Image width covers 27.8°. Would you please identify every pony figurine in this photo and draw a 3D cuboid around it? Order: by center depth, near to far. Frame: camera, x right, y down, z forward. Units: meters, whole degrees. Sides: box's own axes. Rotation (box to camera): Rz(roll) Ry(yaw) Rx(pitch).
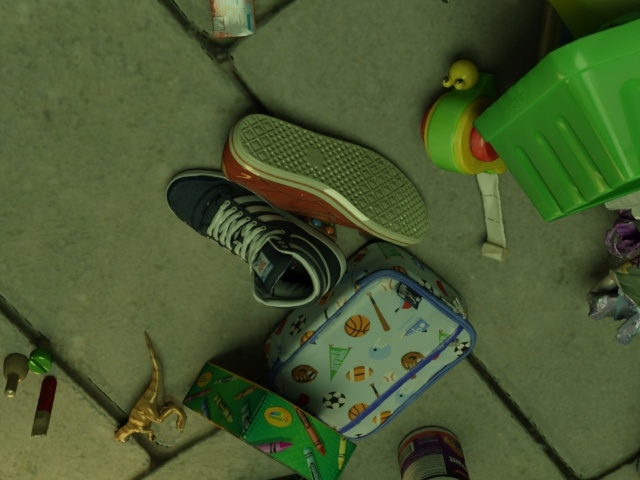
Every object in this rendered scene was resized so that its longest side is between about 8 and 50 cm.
[{"bbox_3d":[0.511,0.015,1.808,0.351,0.302,0.363,-1,148,-12],"label":"pony figurine"}]

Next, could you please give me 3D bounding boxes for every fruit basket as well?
[{"bbox_3d":[0.345,-0.241,1.577,0.283,0.392,0.392,-19,121,-11],"label":"fruit basket"}]

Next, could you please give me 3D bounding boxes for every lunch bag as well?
[{"bbox_3d":[0.082,0.158,1.963,0.243,0.115,0.303,39,112,-25],"label":"lunch bag"}]

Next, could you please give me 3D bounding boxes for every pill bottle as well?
[{"bbox_3d":[0.187,0.397,2.060,0.108,0.193,0.108,-2,121,-3],"label":"pill bottle"}]

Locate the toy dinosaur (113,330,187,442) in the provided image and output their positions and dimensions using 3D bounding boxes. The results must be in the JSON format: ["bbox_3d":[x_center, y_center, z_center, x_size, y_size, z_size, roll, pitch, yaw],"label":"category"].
[{"bbox_3d":[-0.262,0.256,2.020,0.112,0.064,0.211,21,116,-14],"label":"toy dinosaur"}]

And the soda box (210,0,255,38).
[{"bbox_3d":[-0.119,-0.358,1.674,0.058,0.063,0.183,-5,121,-2],"label":"soda box"}]

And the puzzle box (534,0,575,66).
[{"bbox_3d":[0.439,-0.300,1.758,0.272,0.052,0.408,0,120,-5],"label":"puzzle box"}]

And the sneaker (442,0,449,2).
[{"bbox_3d":[0.151,-0.354,1.720,0.035,0.031,0.083,-13,117,19],"label":"sneaker"}]

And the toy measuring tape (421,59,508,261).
[{"bbox_3d":[0.207,-0.096,1.817,0.121,0.121,0.330,-9,120,1],"label":"toy measuring tape"}]

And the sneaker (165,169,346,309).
[{"bbox_3d":[-0.103,-0.002,1.795,0.282,0.153,0.099,28,111,3],"label":"sneaker"}]

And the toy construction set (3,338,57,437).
[{"bbox_3d":[-0.541,0.224,1.878,0.309,0.237,0.257,17,117,-14],"label":"toy construction set"}]

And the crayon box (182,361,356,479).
[{"bbox_3d":[-0.082,0.272,1.923,0.165,0.278,0.081,34,80,-21],"label":"crayon box"}]

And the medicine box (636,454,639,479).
[{"bbox_3d":[0.684,0.314,2.077,0.289,0.149,0.263,0,120,-6],"label":"medicine box"}]

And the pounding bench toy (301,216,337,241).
[{"bbox_3d":[0.000,0.000,1.897,0.083,0.052,0.065,31,113,-20],"label":"pounding bench toy"}]

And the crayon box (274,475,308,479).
[{"bbox_3d":[-0.039,0.547,2.195,0.202,0.081,0.318,-12,120,3],"label":"crayon box"}]

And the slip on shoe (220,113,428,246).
[{"bbox_3d":[0.008,-0.078,1.832,0.331,0.123,0.101,22,148,-21],"label":"slip on shoe"}]
